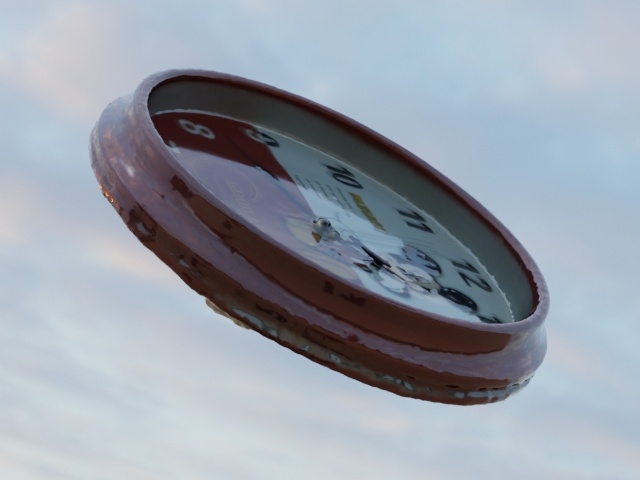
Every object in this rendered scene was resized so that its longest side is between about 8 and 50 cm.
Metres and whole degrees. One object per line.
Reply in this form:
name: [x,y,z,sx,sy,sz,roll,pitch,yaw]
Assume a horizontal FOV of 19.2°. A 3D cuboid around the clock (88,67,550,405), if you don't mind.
clock: [0.000,0.000,1.193,0.318,0.080,0.318,25,20,-10]
